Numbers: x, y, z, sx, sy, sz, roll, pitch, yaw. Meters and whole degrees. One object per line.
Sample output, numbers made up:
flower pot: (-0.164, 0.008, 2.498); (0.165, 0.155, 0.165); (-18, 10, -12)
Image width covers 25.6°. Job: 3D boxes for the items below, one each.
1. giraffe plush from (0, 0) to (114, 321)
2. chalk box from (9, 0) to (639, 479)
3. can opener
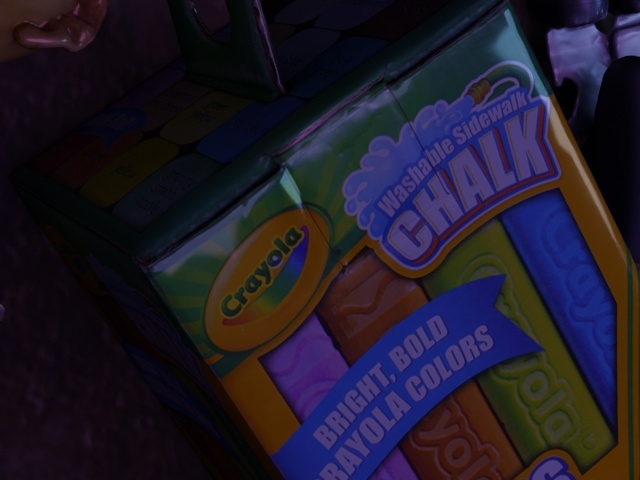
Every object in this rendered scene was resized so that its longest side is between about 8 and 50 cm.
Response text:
giraffe plush: (-0.154, -0.098, 0.524); (0.210, 0.181, 0.170); (42, 60, -17)
chalk box: (0.000, 0.000, 0.602); (0.179, 0.180, 0.289); (-38, 114, -14)
can opener: (0.150, -0.132, 0.699); (0.074, 0.093, 0.280); (-15, 104, -22)
